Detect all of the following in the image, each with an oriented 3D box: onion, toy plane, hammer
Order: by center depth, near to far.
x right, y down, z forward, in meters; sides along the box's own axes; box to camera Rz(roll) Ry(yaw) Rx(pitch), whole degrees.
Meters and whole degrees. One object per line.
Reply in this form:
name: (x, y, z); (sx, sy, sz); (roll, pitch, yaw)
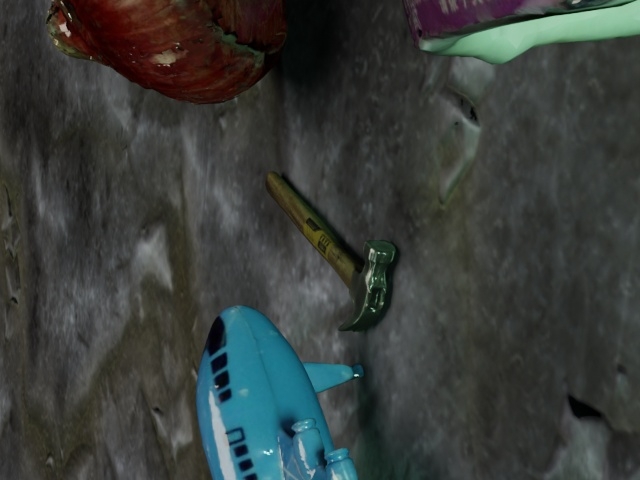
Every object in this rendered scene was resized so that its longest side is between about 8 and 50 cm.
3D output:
toy plane: (-0.009, 0.164, 1.052); (0.254, 0.105, 0.271); (138, 130, -58)
hammer: (0.000, 0.000, 1.148); (0.182, 0.017, 0.062); (-133, 49, -60)
onion: (-0.101, -0.162, 1.174); (0.184, 0.147, 0.184); (-19, -90, -75)

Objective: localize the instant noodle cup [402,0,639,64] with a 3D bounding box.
instant noodle cup: (0.130, -0.201, 0.530); (0.340, 0.340, 0.265); (-10, 93, 66)
